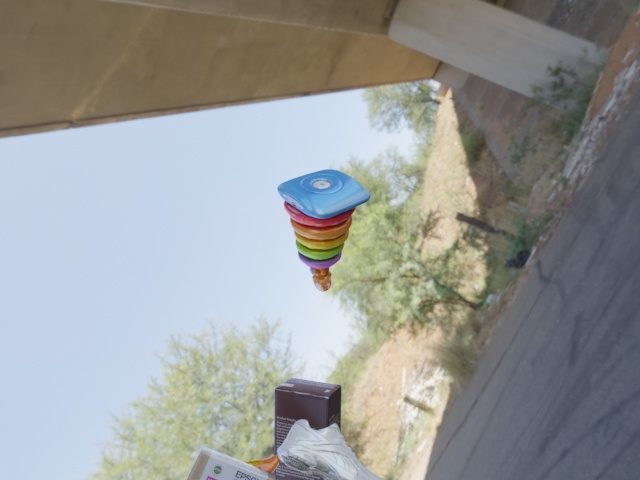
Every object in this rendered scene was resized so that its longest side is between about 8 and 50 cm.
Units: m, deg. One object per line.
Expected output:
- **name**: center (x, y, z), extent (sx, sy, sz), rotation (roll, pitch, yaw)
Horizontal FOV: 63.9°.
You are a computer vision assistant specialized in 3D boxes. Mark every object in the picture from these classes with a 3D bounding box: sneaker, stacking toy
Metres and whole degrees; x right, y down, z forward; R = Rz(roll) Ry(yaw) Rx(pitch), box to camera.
- **sneaker**: center (0.035, 0.440, 1.059), extent (0.115, 0.232, 0.090), rotation (-63, 0, -41)
- **stacking toy**: center (0.000, 0.000, 1.202), extent (0.165, 0.175, 0.302), rotation (-24, -49, -31)
- **sneaker**: center (-0.205, 0.689, 1.539), extent (0.175, 0.068, 0.064), rotation (-24, 14, -8)

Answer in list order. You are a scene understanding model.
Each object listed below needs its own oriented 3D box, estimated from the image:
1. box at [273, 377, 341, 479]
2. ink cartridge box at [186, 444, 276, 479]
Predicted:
- **box**: center (-0.043, 0.660, 1.670), extent (0.143, 0.190, 0.382), rotation (-10, -78, -67)
- **ink cartridge box**: center (-0.267, 0.714, 1.432), extent (0.088, 0.234, 0.194), rotation (125, 167, -74)
